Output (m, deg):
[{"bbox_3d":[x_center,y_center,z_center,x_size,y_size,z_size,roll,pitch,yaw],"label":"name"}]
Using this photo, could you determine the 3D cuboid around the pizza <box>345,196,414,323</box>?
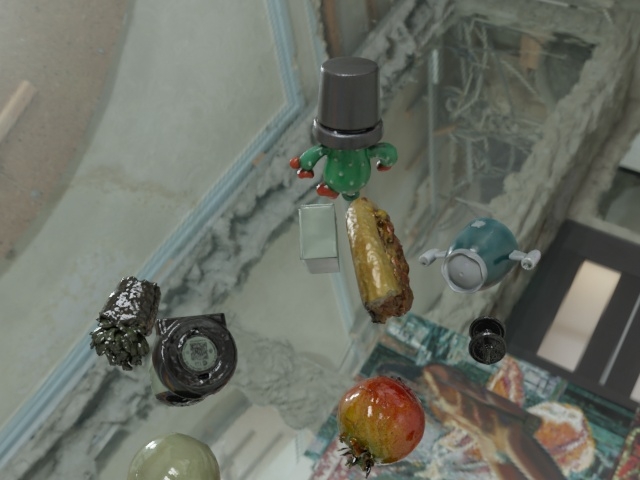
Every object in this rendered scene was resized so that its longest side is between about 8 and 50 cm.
[{"bbox_3d":[0.121,0.049,1.495,0.409,0.114,0.277,-74,-34,-71],"label":"pizza"}]

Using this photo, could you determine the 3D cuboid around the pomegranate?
[{"bbox_3d":[0.135,0.431,1.677,0.235,0.210,0.210,-51,-30,-35],"label":"pomegranate"}]

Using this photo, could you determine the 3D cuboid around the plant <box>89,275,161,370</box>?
[{"bbox_3d":[-0.300,0.129,1.107,0.094,0.092,0.143,117,169,-67],"label":"plant"}]

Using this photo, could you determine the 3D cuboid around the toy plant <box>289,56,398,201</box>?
[{"bbox_3d":[0.081,-0.270,1.875,0.280,0.185,0.400,-20,-51,-28],"label":"toy plant"}]

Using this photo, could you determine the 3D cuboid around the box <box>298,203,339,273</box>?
[{"bbox_3d":[0.000,0.000,1.739,0.225,0.086,0.129,70,-163,-78],"label":"box"}]

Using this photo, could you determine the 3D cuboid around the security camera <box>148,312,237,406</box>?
[{"bbox_3d":[-0.325,0.300,1.714,0.197,0.191,0.277,-4,-18,-27],"label":"security camera"}]

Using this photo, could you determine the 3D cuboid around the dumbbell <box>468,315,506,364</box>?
[{"bbox_3d":[0.310,0.185,1.328,0.147,0.069,0.069,-65,-14,-63],"label":"dumbbell"}]

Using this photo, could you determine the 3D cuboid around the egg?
[{"bbox_3d":[-0.340,0.556,1.653,0.219,0.219,0.269,-53,10,-26],"label":"egg"}]

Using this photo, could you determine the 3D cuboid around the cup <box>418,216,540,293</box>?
[{"bbox_3d":[0.379,0.050,1.744,0.173,0.300,0.167,-34,-64,-49],"label":"cup"}]
